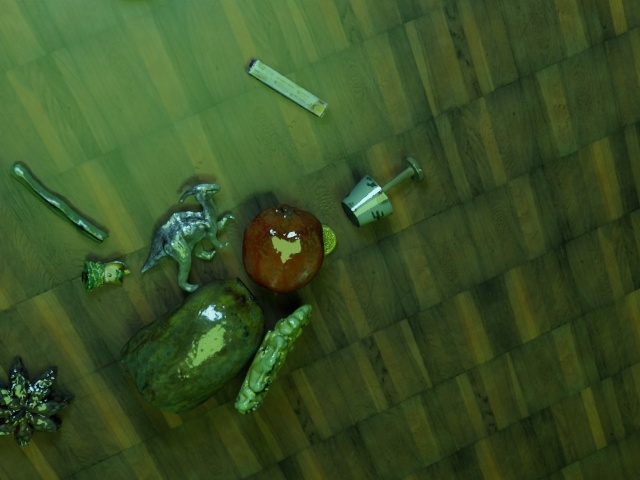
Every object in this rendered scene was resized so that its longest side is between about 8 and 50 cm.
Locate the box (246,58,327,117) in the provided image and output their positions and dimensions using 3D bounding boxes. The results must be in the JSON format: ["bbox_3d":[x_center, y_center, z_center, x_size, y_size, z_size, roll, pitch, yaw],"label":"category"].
[{"bbox_3d":[-0.079,-0.361,1.744,0.207,0.050,0.041,29,98,-21],"label":"box"}]

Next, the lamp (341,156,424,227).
[{"bbox_3d":[0.160,-0.124,1.849,0.214,0.121,0.121,-33,113,-11],"label":"lamp"}]

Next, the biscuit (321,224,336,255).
[{"bbox_3d":[0.000,0.000,1.902,0.084,0.023,0.084,-5,111,-12],"label":"biscuit"}]

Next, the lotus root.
[{"bbox_3d":[-0.290,0.244,1.796,0.346,0.250,0.250,-42,113,3],"label":"lotus root"}]

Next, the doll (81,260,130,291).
[{"bbox_3d":[-0.530,0.075,1.789,0.113,0.077,0.078,-20,143,-37],"label":"doll"}]

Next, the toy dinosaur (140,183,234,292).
[{"bbox_3d":[-0.316,-0.007,1.795,0.162,0.077,0.294,34,94,-21],"label":"toy dinosaur"}]

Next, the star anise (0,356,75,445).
[{"bbox_3d":[-0.747,0.419,1.822,0.236,0.109,0.223,-25,117,-6],"label":"star anise"}]

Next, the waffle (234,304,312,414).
[{"bbox_3d":[-0.120,0.293,1.847,0.073,0.297,0.317,30,94,3],"label":"waffle"}]

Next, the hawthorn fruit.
[{"bbox_3d":[-0.095,0.039,1.805,0.205,0.205,0.253,0,117,-14],"label":"hawthorn fruit"}]

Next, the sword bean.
[{"bbox_3d":[-0.613,-0.082,1.716,0.043,0.038,0.269,-43,112,9],"label":"sword bean"}]
